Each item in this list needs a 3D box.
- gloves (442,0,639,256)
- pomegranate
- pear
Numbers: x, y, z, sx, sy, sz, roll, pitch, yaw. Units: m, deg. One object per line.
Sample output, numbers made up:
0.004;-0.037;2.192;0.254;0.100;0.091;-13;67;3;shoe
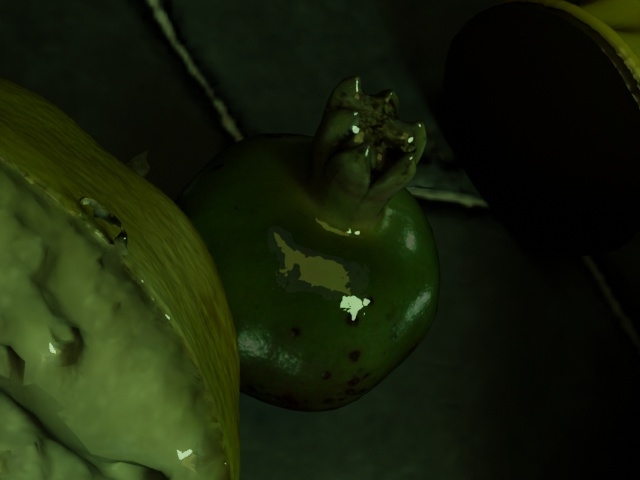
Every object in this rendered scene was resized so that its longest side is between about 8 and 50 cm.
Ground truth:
0.201;-0.105;0.775;0.294;0.116;0.133;-28;89;-34;gloves
0.000;0.000;0.624;0.115;0.142;0.114;15;46;-16;pomegranate
-0.134;0.018;0.554;0.267;0.267;0.178;34;31;-7;pear
